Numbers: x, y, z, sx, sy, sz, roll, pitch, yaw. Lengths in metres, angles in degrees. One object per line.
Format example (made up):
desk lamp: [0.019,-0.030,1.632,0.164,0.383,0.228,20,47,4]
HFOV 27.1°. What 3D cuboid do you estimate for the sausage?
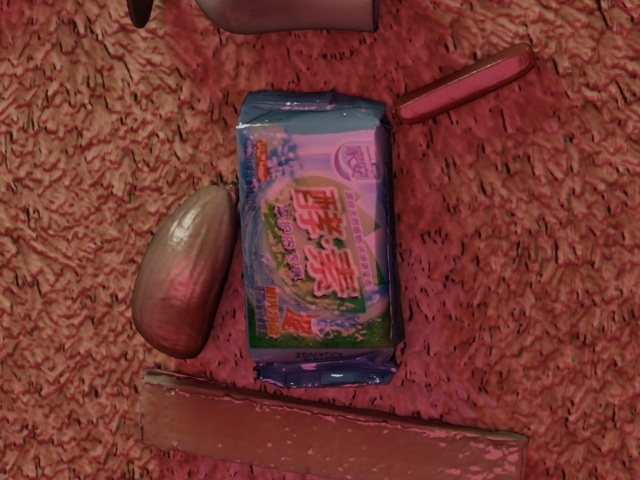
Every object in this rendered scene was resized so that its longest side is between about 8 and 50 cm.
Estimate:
sausage: [0.135,-0.146,1.257,0.147,0.030,0.035,-25,94,14]

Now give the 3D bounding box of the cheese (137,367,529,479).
cheese: [0.008,0.203,1.346,0.400,0.034,0.085,10,102,9]

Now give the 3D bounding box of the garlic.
garlic: [-0.132,0.035,1.305,0.087,0.101,0.195,17,103,8]

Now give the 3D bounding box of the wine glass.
wine glass: [-0.058,-0.243,1.240,0.231,0.103,0.103,2,101,6]

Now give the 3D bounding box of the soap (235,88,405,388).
soap: [0.000,0.000,1.286,0.156,0.077,0.293,-2,100,11]
